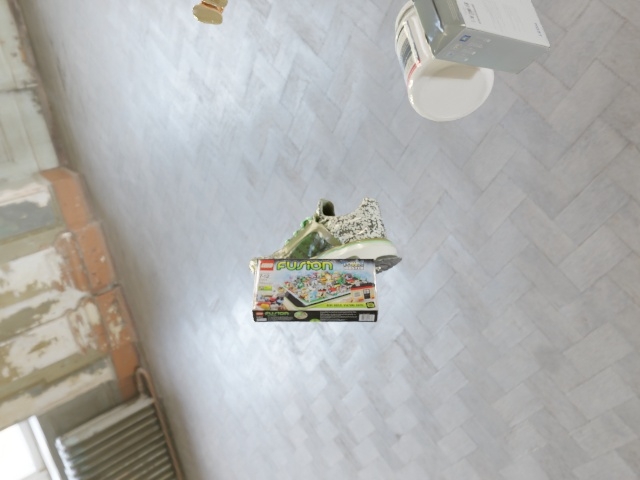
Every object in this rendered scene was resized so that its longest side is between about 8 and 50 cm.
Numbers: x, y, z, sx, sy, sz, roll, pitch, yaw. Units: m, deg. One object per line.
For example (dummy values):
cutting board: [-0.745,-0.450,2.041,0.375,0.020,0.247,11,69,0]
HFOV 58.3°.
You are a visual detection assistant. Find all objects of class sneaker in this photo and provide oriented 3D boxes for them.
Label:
sneaker: [0.000,0.000,1.328,0.410,0.158,0.182,-11,76,36]

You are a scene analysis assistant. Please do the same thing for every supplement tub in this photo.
supplement tub: [0.278,-0.431,1.335,0.191,0.191,0.272,120,152,-47]

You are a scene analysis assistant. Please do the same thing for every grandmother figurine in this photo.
grandmother figurine: [-0.214,-0.695,1.391,0.104,0.342,0.208,25,152,-20]

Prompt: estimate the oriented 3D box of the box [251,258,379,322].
box: [-0.009,0.084,0.975,0.036,0.207,0.114,90,179,-47]

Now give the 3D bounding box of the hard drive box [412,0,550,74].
hard drive box: [0.294,-0.421,1.066,0.089,0.232,0.181,-38,60,52]
